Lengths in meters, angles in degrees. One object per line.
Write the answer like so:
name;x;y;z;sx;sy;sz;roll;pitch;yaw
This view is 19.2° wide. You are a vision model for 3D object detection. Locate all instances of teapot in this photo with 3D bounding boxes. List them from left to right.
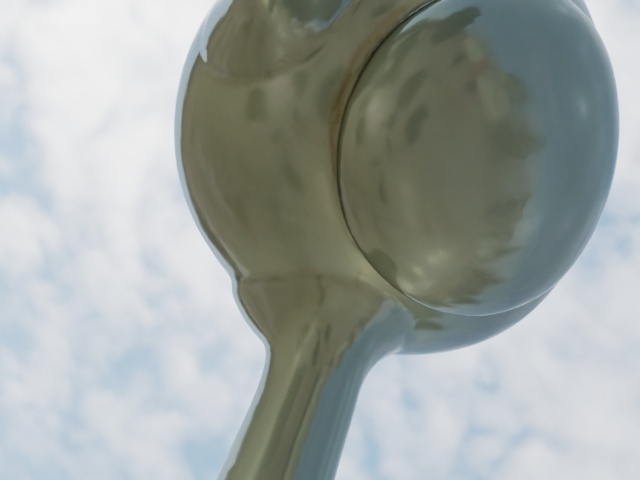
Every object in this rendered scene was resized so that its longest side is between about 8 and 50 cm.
teapot;0.033;0.008;0.826;0.149;0.220;0.318;17;-77;62
